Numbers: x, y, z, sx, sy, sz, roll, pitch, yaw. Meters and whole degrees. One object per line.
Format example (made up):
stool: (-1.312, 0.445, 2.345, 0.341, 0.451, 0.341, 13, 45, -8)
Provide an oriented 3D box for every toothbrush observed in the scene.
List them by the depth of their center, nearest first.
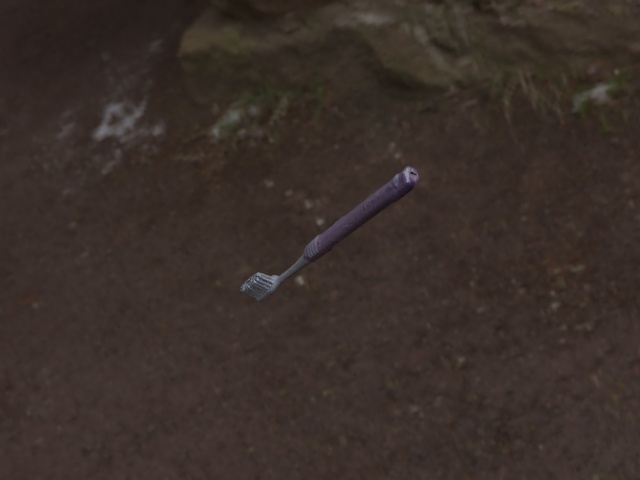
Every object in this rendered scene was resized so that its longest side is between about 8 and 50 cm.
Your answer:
toothbrush: (0.000, 0.000, 1.364, 0.354, 0.029, 0.024, -37, 38, 54)
